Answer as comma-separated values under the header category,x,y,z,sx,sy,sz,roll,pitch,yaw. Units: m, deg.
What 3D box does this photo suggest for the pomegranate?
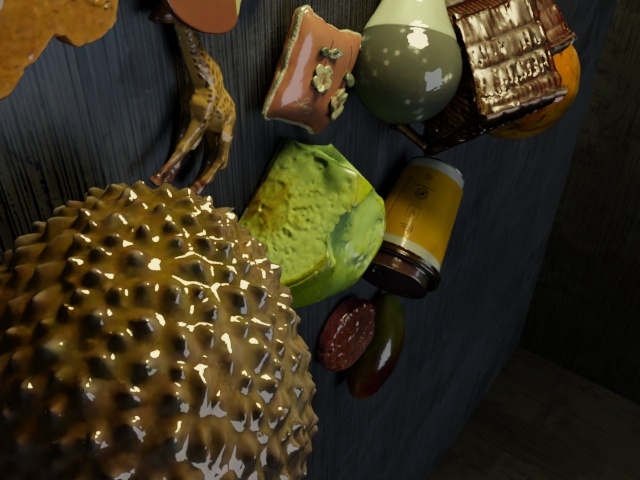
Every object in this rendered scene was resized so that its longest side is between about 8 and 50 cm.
category,x,y,z,sx,sy,sz,roll,pitch,yaw
pomegranate,0.419,-0.345,1.619,0.264,0.264,0.264,-44,148,-36

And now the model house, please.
category,x,y,z,sx,sy,sz,roll,pitch,yaw
model house,0.322,-0.296,1.371,0.317,0.282,0.297,-23,130,-21

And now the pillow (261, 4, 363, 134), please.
category,x,y,z,sx,sy,sz,roll,pitch,yaw
pillow,-0.007,-0.240,1.111,0.179,0.075,0.171,3,112,-62

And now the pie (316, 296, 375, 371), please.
category,x,y,z,sx,sy,sz,roll,pitch,yaw
pie,0.061,0.209,1.677,0.182,0.050,0.182,-33,136,-38

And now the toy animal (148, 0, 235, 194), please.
category,x,y,z,sx,sy,sz,roll,pitch,yaw
toy animal,-0.154,-0.172,0.921,0.149,0.054,0.275,-27,138,-45

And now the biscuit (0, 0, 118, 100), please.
category,x,y,z,sx,sy,sz,roll,pitch,yaw
biscuit,-0.283,-0.262,0.591,0.269,0.051,0.376,-66,156,-2

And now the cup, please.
category,x,y,z,sx,sy,sz,roll,pitch,yaw
cup,0.191,-0.027,1.578,0.279,0.196,0.196,-64,156,-21

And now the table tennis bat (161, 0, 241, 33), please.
category,x,y,z,sx,sy,sz,roll,pitch,yaw
table tennis bat,-0.113,-0.309,0.860,0.274,0.021,0.154,-22,109,-65

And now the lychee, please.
category,x,y,z,sx,sy,sz,roll,pitch,yaw
lychee,-0.192,0.150,0.769,0.380,0.381,0.432,17,76,-65

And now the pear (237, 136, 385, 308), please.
category,x,y,z,sx,sy,sz,roll,pitch,yaw
pear,0.000,0.000,1.241,0.286,0.176,0.282,-61,157,-3

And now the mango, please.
category,x,y,z,sx,sy,sz,roll,pitch,yaw
mango,0.134,0.256,1.808,0.133,0.111,0.267,14,96,-52

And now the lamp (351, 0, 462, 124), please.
category,x,y,z,sx,sy,sz,roll,pitch,yaw
lamp,0.148,-0.342,1.246,0.182,0.182,0.313,45,51,-64
